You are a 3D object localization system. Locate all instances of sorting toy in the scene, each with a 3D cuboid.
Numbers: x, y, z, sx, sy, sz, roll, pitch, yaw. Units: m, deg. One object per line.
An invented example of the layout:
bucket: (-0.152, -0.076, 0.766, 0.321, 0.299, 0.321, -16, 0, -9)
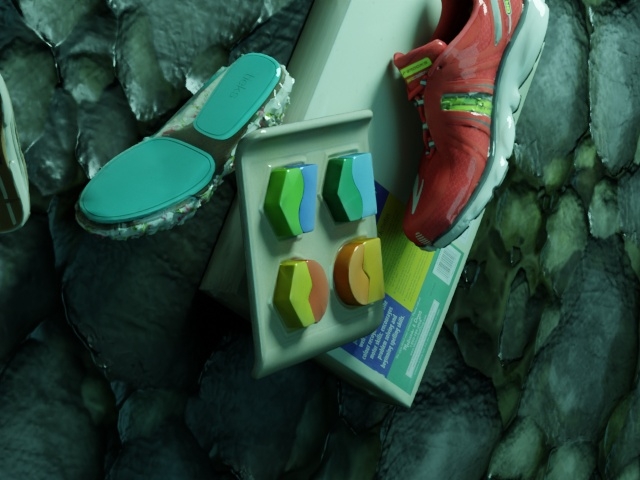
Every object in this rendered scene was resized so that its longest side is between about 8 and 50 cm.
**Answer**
sorting toy: (0.000, 0.000, 1.423, 0.193, 0.038, 0.208, -17, 108, -55)

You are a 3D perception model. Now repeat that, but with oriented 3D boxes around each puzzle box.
puzzle box: (0.059, -0.079, 1.564, 0.272, 0.052, 0.409, 37, 68, -43)

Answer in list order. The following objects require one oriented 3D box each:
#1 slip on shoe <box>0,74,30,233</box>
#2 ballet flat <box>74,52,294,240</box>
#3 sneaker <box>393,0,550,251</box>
slip on shoe: (-0.246, -0.074, 1.254, 0.041, 0.051, 0.135, -72, 147, -77)
ballet flat: (-0.104, -0.062, 1.379, 0.241, 0.091, 0.077, -43, 152, -30)
sneaker: (0.111, -0.126, 1.526, 0.118, 0.107, 0.279, 24, 73, -26)
